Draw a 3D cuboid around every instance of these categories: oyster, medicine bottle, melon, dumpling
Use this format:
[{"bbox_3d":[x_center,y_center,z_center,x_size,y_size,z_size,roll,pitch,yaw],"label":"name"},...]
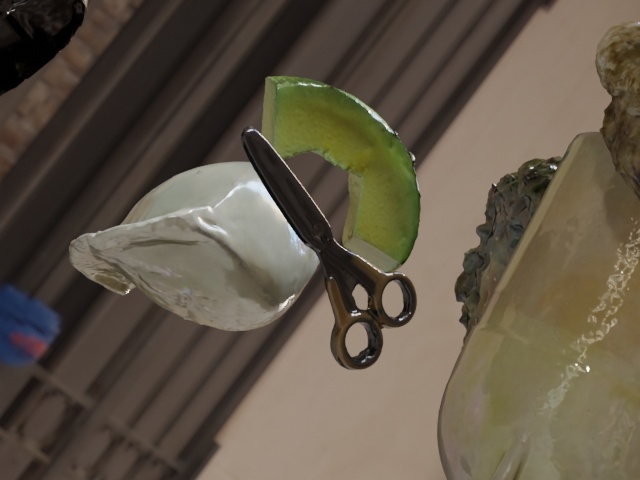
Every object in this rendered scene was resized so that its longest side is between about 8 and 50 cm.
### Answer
[{"bbox_3d":[0.347,-0.085,1.346,0.294,0.166,0.094,21,-34,18],"label":"oyster"},{"bbox_3d":[0.241,0.131,1.472,0.236,0.406,0.236,28,-6,3],"label":"medicine bottle"},{"bbox_3d":[0.023,-0.071,1.528,0.209,0.118,0.064,38,-9,-16],"label":"melon"},{"bbox_3d":[-0.104,0.009,1.274,0.179,0.131,0.252,-7,-2,21],"label":"dumpling"}]

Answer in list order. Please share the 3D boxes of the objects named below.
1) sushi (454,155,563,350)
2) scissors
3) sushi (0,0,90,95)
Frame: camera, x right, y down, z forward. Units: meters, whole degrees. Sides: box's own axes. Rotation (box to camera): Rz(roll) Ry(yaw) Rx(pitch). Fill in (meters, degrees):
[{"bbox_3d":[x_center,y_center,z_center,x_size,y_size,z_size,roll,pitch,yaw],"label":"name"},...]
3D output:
[{"bbox_3d":[0.271,0.092,1.813,0.178,0.352,0.294,8,-40,-17],"label":"sushi"},{"bbox_3d":[0.000,0.000,1.210,0.017,0.088,0.220,14,-35,52],"label":"scissors"},{"bbox_3d":[-0.377,-0.289,1.408,0.328,0.328,0.285,52,-3,35],"label":"sushi"}]
